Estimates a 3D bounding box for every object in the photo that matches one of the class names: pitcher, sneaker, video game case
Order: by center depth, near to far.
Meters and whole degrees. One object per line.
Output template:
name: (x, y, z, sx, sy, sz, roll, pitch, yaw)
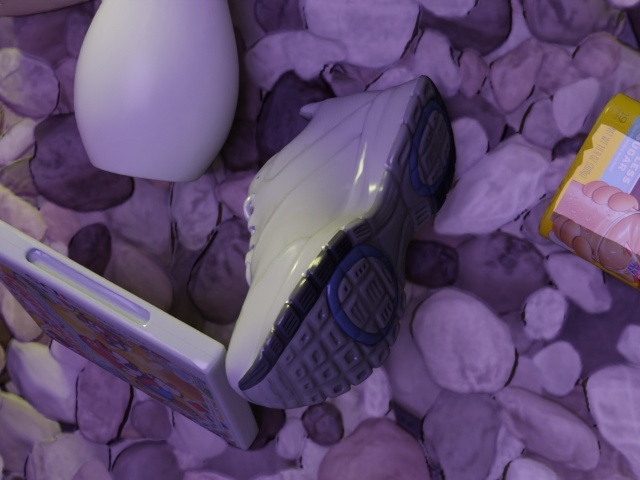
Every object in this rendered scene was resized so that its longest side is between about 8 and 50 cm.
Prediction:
sneaker: (0.000, 0.000, 0.843, 0.129, 0.297, 0.111, 0, 132, 30)
video game case: (-0.148, 0.074, 0.883, 0.206, 0.227, 0.026, 28, 72, 14)
pitcher: (-0.136, -0.159, 0.931, 0.178, 0.125, 0.207, 19, 102, 52)

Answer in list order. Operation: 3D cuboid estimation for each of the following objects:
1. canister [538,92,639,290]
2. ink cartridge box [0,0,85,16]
canister: (0.256, -0.014, 0.837, 0.170, 0.073, 0.126, 31, 99, 15)
ink cartridge box: (-0.260, -0.300, 0.935, 0.092, 0.158, 0.218, -5, 90, 16)
